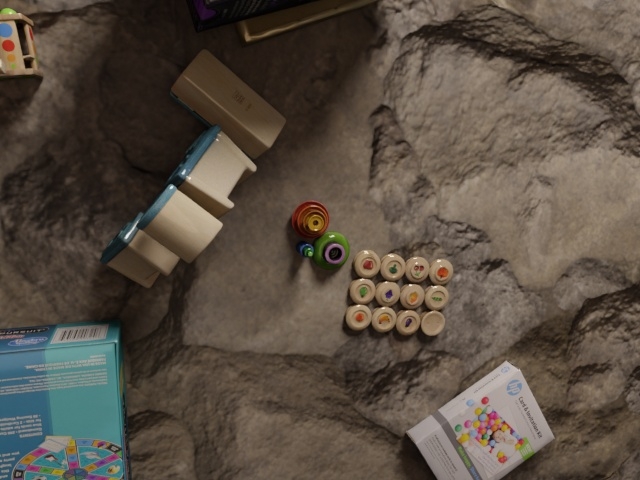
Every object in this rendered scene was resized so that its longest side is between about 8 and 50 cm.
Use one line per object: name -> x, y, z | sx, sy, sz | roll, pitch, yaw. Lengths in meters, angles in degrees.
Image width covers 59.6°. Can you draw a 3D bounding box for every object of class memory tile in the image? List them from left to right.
memory tile -> 0.108, 0.074, 0.762 | 0.148, 0.012, 0.113 | 6, 100, -17

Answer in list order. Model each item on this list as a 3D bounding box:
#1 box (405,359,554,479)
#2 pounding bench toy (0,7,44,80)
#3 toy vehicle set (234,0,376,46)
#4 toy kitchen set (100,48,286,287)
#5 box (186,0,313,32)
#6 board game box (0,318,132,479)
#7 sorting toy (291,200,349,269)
box -> 0.240, 0.289, 0.830 | 0.186, 0.038, 0.145 | -33, 108, -8
pounding bench toy -> -0.316, -0.195, 0.552 | 0.052, 0.083, 0.065 | -8, 104, -13
toy vehicle set -> -0.052, -0.371, 0.611 | 0.166, 0.035, 0.266 | -21, 106, -10
toy kitchen set -> -0.166, -0.075, 0.632 | 0.122, 0.166, 0.207 | 40, 53, -20
box -> -0.008, -0.312, 0.528 | 0.271, 0.165, 0.143 | -19, 106, -11
board game box -> -0.354, 0.270, 0.643 | 0.254, 0.079, 0.335 | -3, 102, -15
sorting toy -> 0.000, 0.000, 0.701 | 0.061, 0.042, 0.102 | -37, 109, -5
